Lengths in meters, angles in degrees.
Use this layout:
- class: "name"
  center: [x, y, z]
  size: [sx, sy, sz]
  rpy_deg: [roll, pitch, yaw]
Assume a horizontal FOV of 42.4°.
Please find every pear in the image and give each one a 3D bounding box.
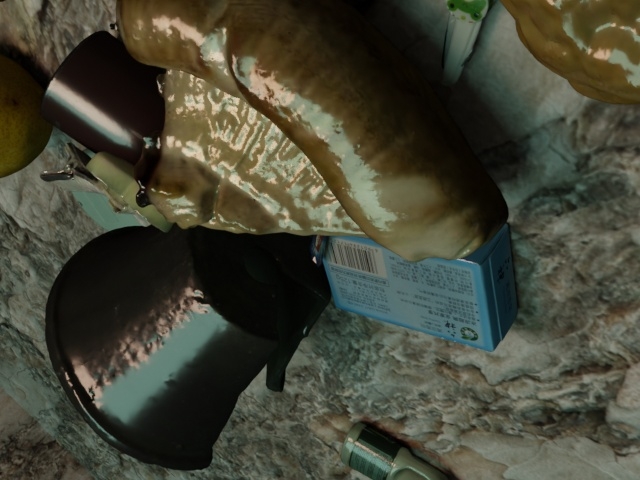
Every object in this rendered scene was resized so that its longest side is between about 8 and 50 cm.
- class: "pear"
  center: [-0.518, -0.191, 1.272]
  size: [0.209, 0.209, 0.208]
  rpy_deg: [25, 142, 22]

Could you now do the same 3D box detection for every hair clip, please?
- class: "hair clip"
  center: [-0.248, -0.061, 1.025]
  size: [0.219, 0.071, 0.159]
  rpy_deg: [26, 175, 37]

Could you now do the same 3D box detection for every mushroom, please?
- class: "mushroom"
  center: [0.011, -0.139, 0.850]
  size: [0.398, 0.224, 0.313]
  rpy_deg: [14, 123, 24]

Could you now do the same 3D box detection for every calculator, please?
- class: "calculator"
  center: [-0.313, -0.074, 1.331]
  size: [0.295, 0.042, 0.184]
  rpy_deg: [-3, 126, 46]

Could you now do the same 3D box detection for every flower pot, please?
- class: "flower pot"
  center: [-0.153, 0.083, 1.113]
  size: [0.379, 0.379, 0.251]
  rpy_deg: [45, 131, -4]

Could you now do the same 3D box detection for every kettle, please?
- class: "kettle"
  center: [-0.236, -0.144, 1.112]
  size: [0.232, 0.144, 0.202]
  rpy_deg: [37, 163, -1]

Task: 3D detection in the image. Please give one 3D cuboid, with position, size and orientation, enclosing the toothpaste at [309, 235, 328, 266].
- class: "toothpaste"
  center: [0.000, 0.000, 0.998]
  size: [0.027, 0.019, 0.083]
  rpy_deg: [56, 152, 24]

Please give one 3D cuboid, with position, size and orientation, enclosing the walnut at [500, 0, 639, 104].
- class: "walnut"
  center: [0.244, -0.199, 0.536]
  size: [0.257, 0.256, 0.224]
  rpy_deg: [14, 168, 33]

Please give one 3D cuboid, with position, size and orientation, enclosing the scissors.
- class: "scissors"
  center: [0.139, -0.228, 0.758]
  size: [0.101, 0.027, 0.204]
  rpy_deg: [31, 142, 16]

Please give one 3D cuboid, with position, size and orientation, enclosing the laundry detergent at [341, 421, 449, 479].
- class: "laundry detergent"
  center: [0.143, 0.390, 1.370]
  size: [0.226, 0.070, 0.099]
  rpy_deg: [26, 136, 22]

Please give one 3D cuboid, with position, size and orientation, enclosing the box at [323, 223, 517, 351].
- class: "box"
  center: [0.116, 0.035, 1.011]
  size: [0.232, 0.083, 0.142]
  rpy_deg: [12, 134, 33]
